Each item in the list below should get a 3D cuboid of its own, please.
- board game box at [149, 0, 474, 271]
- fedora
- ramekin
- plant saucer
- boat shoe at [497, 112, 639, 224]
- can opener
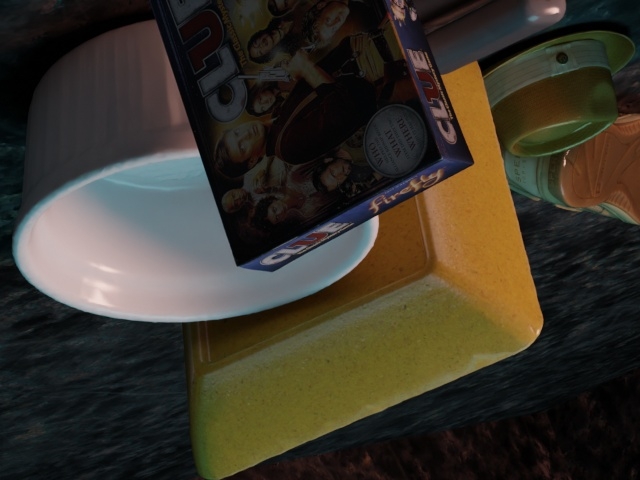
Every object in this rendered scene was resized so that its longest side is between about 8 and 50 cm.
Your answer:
[{"bbox_3d":[-0.018,-0.123,1.082,0.165,0.243,0.042,-29,162,30],"label":"board game box"},{"bbox_3d":[0.224,-0.133,1.654,0.194,0.079,0.194,-19,165,-5],"label":"fedora"},{"bbox_3d":[-0.099,-0.054,1.319,0.277,0.135,0.277,-5,153,-2],"label":"ramekin"},{"bbox_3d":[0.000,0.000,1.477,0.333,0.332,0.081,-25,139,19],"label":"plant saucer"},{"bbox_3d":[0.293,-0.090,1.866,0.110,0.121,0.341,13,-177,32],"label":"boat shoe"},{"bbox_3d":[0.074,-0.157,1.284,0.093,0.074,0.280,-8,176,-34],"label":"can opener"}]
